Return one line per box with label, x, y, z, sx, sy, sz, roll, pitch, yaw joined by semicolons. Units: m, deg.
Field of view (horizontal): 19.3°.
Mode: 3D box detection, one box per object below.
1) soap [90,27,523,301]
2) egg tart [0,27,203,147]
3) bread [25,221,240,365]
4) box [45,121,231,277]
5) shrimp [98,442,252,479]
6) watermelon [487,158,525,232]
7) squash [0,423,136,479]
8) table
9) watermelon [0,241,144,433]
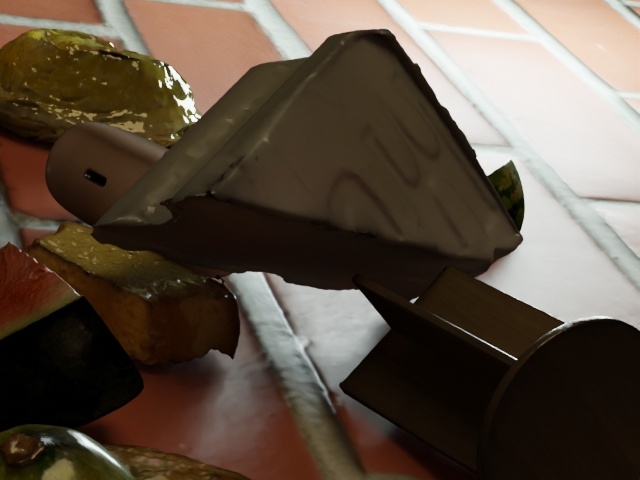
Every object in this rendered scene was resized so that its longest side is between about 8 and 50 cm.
soap;0.000;0.000;1.496;0.159;0.257;0.302;-16;23;44
egg tart;-0.230;-0.158;1.886;0.252;0.098;0.232;27;23;39
bread;-0.156;0.043;1.491;0.187;0.065;0.103;26;20;26
box;-0.144;-0.036;1.609;0.200;0.088;0.146;29;4;37
shrimp;-0.219;0.173;1.100;0.272;0.085;0.445;17;15;35
watermelon;0.166;-0.026;1.846;0.069;0.087;0.163;55;34;3
squash;-0.136;0.195;0.901;0.133;0.247;0.132;9;24;-4
table;0.119;0.101;1.403;0.167;0.167;0.227;-3;19;-34
watermelon;-0.216;0.088;1.252;0.145;0.193;0.137;-38;72;-15
